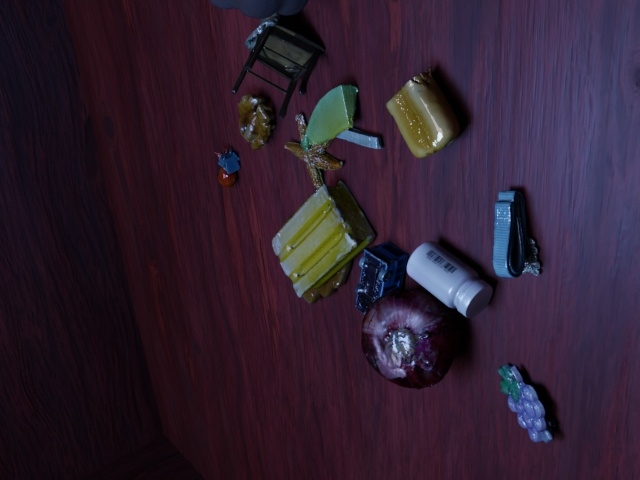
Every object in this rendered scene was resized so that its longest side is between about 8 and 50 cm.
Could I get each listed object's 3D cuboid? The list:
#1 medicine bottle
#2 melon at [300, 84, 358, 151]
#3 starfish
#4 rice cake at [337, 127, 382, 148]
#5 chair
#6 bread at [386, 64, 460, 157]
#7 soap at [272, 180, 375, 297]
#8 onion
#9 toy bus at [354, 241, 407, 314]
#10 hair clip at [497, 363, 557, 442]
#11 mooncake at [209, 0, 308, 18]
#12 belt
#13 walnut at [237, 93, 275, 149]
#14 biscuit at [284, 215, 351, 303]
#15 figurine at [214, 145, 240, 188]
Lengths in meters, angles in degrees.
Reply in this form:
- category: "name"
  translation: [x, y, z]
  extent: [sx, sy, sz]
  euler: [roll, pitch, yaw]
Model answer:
- category: "medicine bottle"
  translation: [0.294, 0.088, 1.602]
  extent: [0.187, 0.103, 0.102]
  euler: [39, 139, 36]
- category: "melon"
  translation: [0.024, -0.300, 1.789]
  extent: [0.262, 0.053, 0.113]
  euler: [-38, 73, 54]
- category: "starfish"
  translation: [-0.017, -0.233, 1.920]
  extent: [0.227, 0.043, 0.240]
  euler: [4, 115, 56]
- category: "rice cake"
  translation: [0.093, -0.260, 1.750]
  extent: [0.171, 0.029, 0.033]
  euler: [28, 127, 46]
- category: "chair"
  translation: [-0.097, -0.500, 1.793]
  extent: [0.186, 0.319, 0.160]
  euler: [25, 153, -16]
- category: "bread"
  translation: [0.226, -0.267, 1.497]
  extent: [0.134, 0.085, 0.173]
  euler: [-36, 78, 54]
- category: "soap"
  translation: [0.000, 0.000, 1.941]
  extent: [0.315, 0.091, 0.199]
  euler: [-47, 65, 45]
- category: "onion"
  translation: [0.225, 0.240, 1.720]
  extent: [0.252, 0.219, 0.252]
  euler: [-5, 77, 21]
- category: "toy bus"
  translation: [0.157, 0.106, 1.812]
  extent: [0.090, 0.106, 0.184]
  euler: [34, 130, 36]
- category: "hair clip"
  translation: [0.468, 0.362, 1.582]
  extent: [0.195, 0.052, 0.124]
  euler: [59, 153, 26]
- category: "mooncake"
  translation: [-0.152, -0.646, 1.621]
  extent: [0.306, 0.306, 0.154]
  euler: [54, 147, 20]
- category: "belt"
  translation: [0.398, -0.014, 1.430]
  extent: [0.065, 0.100, 0.179]
  euler: [8, 101, 55]
- category: "walnut"
  translation: [-0.186, -0.355, 2.065]
  extent: [0.143, 0.069, 0.170]
  euler: [52, 147, 20]
- category: "biscuit"
  translation: [-0.004, 0.065, 2.081]
  extent: [0.302, 0.043, 0.278]
  euler: [5, 110, 51]
- category: "figurine"
  translation: [-0.306, -0.236, 2.323]
  extent: [0.075, 0.068, 0.140]
  euler: [36, 143, 35]
